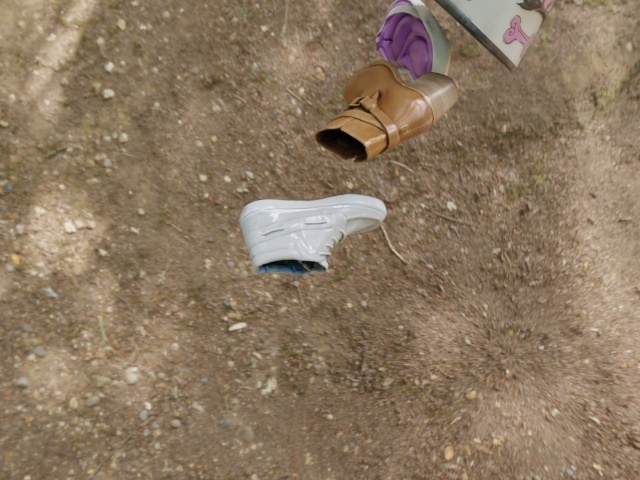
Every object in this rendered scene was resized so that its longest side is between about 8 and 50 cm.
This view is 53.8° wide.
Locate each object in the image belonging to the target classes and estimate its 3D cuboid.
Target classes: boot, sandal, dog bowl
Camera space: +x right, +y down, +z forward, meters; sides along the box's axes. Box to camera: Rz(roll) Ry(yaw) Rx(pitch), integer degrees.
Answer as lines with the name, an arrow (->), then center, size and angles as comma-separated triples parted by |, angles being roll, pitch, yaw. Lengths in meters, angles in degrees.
boot -> 0.000, 0.000, 1.036 | 0.258, 0.095, 0.124 | -5, 60, -18
sandal -> 0.175, -0.437, 1.370 | 0.102, 0.416, 0.170 | 1, 116, -12
dog bowl -> 0.246, -0.491, 1.120 | 0.150, 0.408, 0.408 | -47, 70, 22
boot -> 0.076, -0.217, 1.113 | 0.220, 0.109, 0.283 | -37, 37, -23
